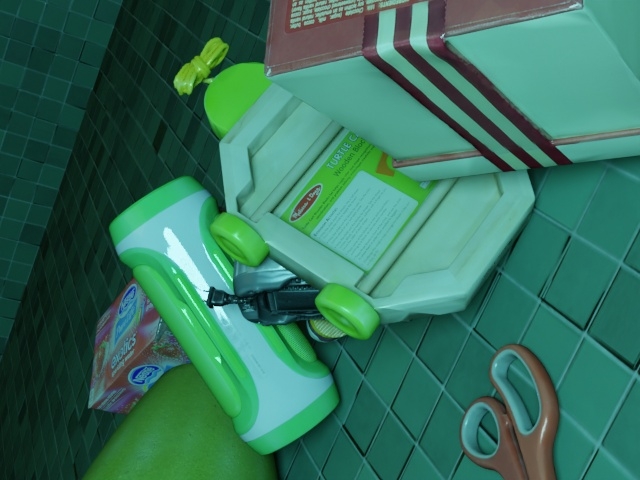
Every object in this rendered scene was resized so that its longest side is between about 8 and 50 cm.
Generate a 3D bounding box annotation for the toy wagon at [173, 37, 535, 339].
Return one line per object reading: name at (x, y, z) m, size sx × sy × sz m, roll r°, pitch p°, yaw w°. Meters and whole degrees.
toy wagon at (0.018, -0.078, 0.815) m, size 0.267 × 0.344 × 0.068 m, roll -51°, pitch -22°, yaw -18°

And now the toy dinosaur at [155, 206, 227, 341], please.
toy dinosaur at (-0.101, -0.007, 1.081) m, size 0.127 × 0.295 × 0.200 m, roll 55°, pitch 169°, yaw 27°

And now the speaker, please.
speaker at (-0.104, 0.080, 0.973) m, size 0.296 × 0.131 × 0.131 m, roll 56°, pitch 142°, yaw -1°

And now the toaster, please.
toaster at (0.000, 0.000, 0.886) m, size 0.129 × 0.227 × 0.146 m, roll 85°, pitch -176°, yaw -65°

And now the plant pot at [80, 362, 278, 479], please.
plant pot at (-0.156, 0.296, 1.023) m, size 0.275 × 0.275 × 0.293 m, roll -51°, pitch 20°, yaw 37°

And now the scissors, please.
scissors at (0.166, 0.194, 0.654) m, size 0.109 × 0.021 × 0.297 m, roll -58°, pitch 23°, yaw 23°

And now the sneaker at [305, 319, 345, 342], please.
sneaker at (0.022, 0.022, 0.998) m, size 0.084 × 0.069 × 0.185 m, roll 139°, pitch 152°, yaw -72°

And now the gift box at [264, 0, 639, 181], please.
gift box at (0.140, -0.203, 0.643) m, size 0.255 × 0.258 × 0.276 m, roll 1°, pitch 75°, yaw 36°

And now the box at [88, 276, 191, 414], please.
box at (-0.217, 0.135, 1.300) m, size 0.300 × 0.142 × 0.154 m, roll -43°, pitch 40°, yaw 45°
